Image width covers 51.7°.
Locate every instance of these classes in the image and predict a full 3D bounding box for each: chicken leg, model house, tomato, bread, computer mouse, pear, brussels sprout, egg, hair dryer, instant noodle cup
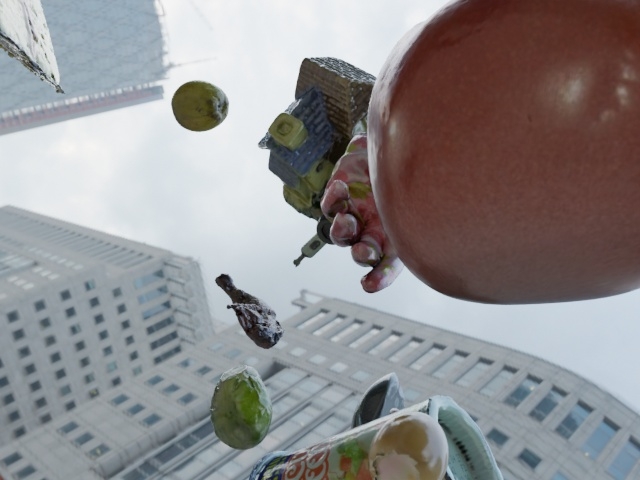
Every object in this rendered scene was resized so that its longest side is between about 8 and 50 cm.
[{"bbox_3d":[-0.209,0.206,1.894,0.083,0.177,0.322,-51,-152,8],"label":"chicken leg"},{"bbox_3d":[0.034,-0.217,1.401,0.261,0.321,0.266,37,-7,32],"label":"model house"},{"bbox_3d":[0.210,-0.073,0.592,0.341,0.341,0.273,3,-95,46],"label":"tomato"},{"bbox_3d":[-0.521,-0.342,0.927,0.346,0.242,0.405,86,-14,-75],"label":"bread"},{"bbox_3d":[0.110,0.481,1.594,0.090,0.379,0.167,4,-46,28],"label":"computer mouse"},{"bbox_3d":[-0.341,-0.379,1.868,0.162,0.149,0.149,2,-68,22],"label":"pear"},{"bbox_3d":[-0.152,0.320,1.252,0.155,0.117,0.155,162,-90,-77],"label":"brussels sprout"},{"bbox_3d":[0.093,0.218,0.675,0.080,0.096,0.080,11,-69,30],"label":"egg"},{"bbox_3d":[0.000,0.000,1.165,0.057,0.100,0.198,45,-47,1],"label":"hair dryer"},{"bbox_3d":[0.093,0.384,0.973,0.312,0.284,0.284,-35,-98,23],"label":"instant noodle cup"}]

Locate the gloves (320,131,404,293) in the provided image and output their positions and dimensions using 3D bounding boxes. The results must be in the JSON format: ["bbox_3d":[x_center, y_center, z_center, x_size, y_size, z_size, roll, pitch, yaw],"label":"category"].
[{"bbox_3d":[0.071,-0.030,0.811,0.145,0.241,0.126,19,-32,-9],"label":"gloves"}]

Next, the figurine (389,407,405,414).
[{"bbox_3d":[0.182,0.428,1.377,0.157,0.126,0.114,51,-36,11],"label":"figurine"}]
